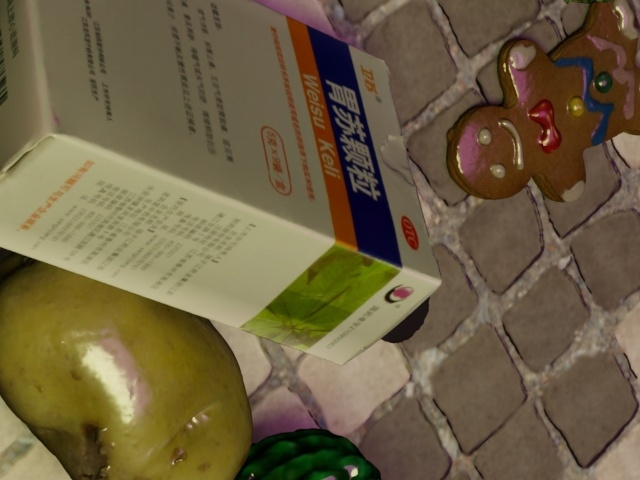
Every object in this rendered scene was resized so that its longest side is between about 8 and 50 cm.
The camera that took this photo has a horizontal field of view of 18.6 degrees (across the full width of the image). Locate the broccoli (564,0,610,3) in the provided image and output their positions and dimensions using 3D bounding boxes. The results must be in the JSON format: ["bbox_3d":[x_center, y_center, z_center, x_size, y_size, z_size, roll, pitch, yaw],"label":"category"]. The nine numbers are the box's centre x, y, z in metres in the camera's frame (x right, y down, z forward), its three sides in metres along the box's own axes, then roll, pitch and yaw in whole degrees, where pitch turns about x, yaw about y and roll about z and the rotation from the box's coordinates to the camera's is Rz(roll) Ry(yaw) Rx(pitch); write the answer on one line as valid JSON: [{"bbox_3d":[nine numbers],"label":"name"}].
[{"bbox_3d":[0.184,-0.314,1.342,0.308,0.275,0.307,-1,104,-6],"label":"broccoli"}]

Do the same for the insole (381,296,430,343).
[{"bbox_3d":[0.000,0.000,1.408,0.232,0.003,0.080,37,76,-32],"label":"insole"}]

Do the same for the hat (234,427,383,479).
[{"bbox_3d":[-0.049,0.308,1.294,0.332,0.242,0.274,-38,103,-9],"label":"hat"}]

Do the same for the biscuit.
[{"bbox_3d":[0.181,-0.095,1.501,0.205,0.031,0.138,-29,112,-26],"label":"biscuit"}]

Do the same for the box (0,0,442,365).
[{"bbox_3d":[-0.081,-0.063,1.220,0.299,0.106,0.200,20,42,-34],"label":"box"}]

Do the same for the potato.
[{"bbox_3d":[-0.128,0.082,1.245,0.137,0.154,0.200,-39,108,-9],"label":"potato"}]
